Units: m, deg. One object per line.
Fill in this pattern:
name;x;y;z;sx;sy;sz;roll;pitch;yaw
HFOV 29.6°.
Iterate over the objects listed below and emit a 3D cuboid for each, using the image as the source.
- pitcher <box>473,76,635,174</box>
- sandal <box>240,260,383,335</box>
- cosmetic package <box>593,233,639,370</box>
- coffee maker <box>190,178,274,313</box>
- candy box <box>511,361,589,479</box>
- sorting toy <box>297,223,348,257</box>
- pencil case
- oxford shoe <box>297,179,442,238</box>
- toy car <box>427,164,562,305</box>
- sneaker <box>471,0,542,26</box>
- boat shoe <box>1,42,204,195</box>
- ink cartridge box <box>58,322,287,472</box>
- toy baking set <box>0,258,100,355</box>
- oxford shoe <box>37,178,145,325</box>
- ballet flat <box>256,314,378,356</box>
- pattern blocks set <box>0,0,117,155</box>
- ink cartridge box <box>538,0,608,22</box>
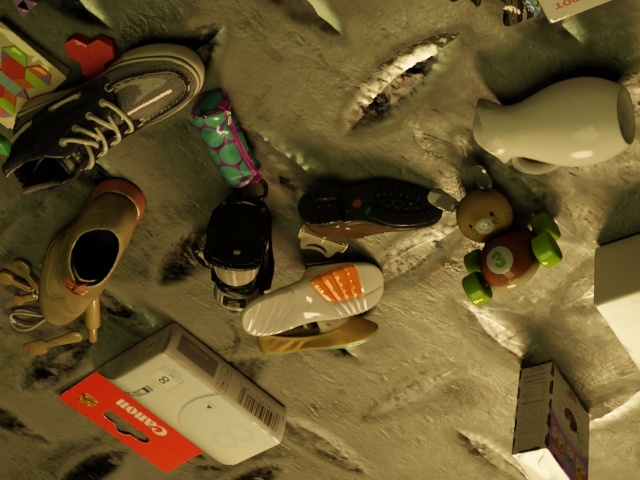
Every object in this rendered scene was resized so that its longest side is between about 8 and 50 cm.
pitcher;0.349;-0.153;1.746;0.207;0.125;0.178;-6;153;32
sandal;-0.020;0.084;2.046;0.265;0.076;0.102;-13;121;-21
cosmetic package;0.578;0.094;1.898;0.224;0.138;0.225;-20;127;29
coffee maker;-0.122;0.012;1.998;0.120;0.171;0.178;31;158;12
candy box;0.409;0.342;2.134;0.070;0.196;0.165;-19;126;29
sorting toy;0.000;0.000;2.020;0.083;0.045;0.075;19;142;-5
pencil case;-0.146;-0.156;1.887;0.070;0.064;0.152;12;141;38
oxford shoe;0.082;-0.045;1.944;0.227;0.083;0.096;2;159;7
toy car;0.258;-0.024;1.874;0.155;0.149;0.188;-31;108;21
sneaker;0.218;-0.353;1.608;0.078;0.067;0.188;-32;122;28
boat shoe;-0.329;-0.171;1.828;0.340;0.158;0.127;-20;131;26
ink cartridge box;-0.304;0.348;2.390;0.385;0.091;0.308;-32;119;34
toy baking set;-0.501;0.123;2.268;0.196;0.030;0.256;10;128;12
oxford shoe;-0.418;0.046;2.085;0.123;0.130;0.348;25;128;-11
ballet flat;-0.014;0.157;2.149;0.232;0.080;0.073;-12;114;22
pattern blocks set;-0.489;-0.257;1.902;0.285;0.026;0.325;29;133;-13
ink cartridge box;0.317;-0.401;1.522;0.154;0.093;0.212;-18;128;27
